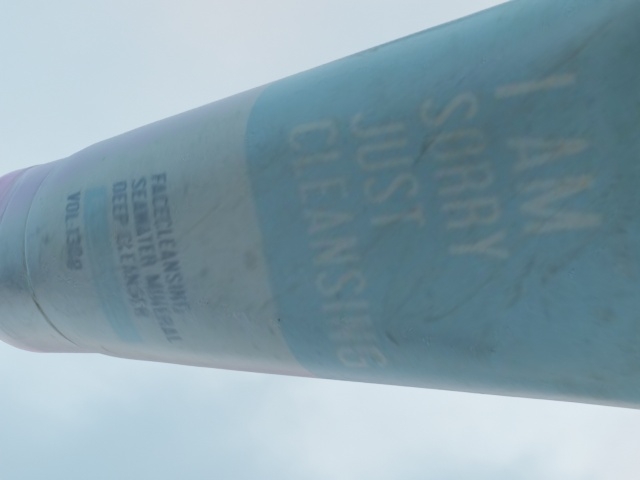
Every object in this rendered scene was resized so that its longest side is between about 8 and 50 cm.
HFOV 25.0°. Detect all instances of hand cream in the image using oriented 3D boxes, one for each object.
[{"bbox_3d":[0.000,0.000,0.395,0.070,0.312,0.111,-13,-86,-39],"label":"hand cream"}]
